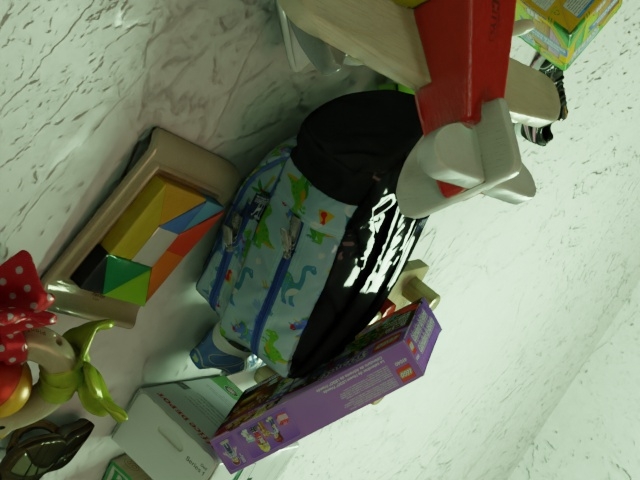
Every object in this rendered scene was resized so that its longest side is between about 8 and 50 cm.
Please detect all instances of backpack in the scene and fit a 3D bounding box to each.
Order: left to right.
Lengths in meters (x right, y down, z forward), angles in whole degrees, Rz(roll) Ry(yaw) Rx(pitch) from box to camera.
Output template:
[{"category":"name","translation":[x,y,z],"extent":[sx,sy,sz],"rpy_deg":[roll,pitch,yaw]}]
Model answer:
[{"category":"backpack","translation":[0.000,0.000,1.990],"extent":[0.290,0.273,0.355],"rpy_deg":[-38,143,-57]}]

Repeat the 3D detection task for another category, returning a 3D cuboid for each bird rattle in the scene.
[{"category":"bird rattle","translation":[-0.328,0.138,1.692],"extent":[0.207,0.143,0.253],"rpy_deg":[-35,148,15]}]

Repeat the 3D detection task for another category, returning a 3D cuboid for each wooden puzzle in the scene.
[{"category":"wooden puzzle","translation":[-0.199,-0.004,1.836],"extent":[0.239,0.044,0.221],"rpy_deg":[-54,157,5]}]

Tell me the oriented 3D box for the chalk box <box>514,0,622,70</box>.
[{"category":"chalk box","translation":[0.334,-0.334,2.208],"extent":[0.132,0.132,0.213],"rpy_deg":[-50,168,-4]}]

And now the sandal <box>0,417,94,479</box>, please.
[{"category":"sandal","translation":[-0.342,0.246,1.932],"extent":[0.090,0.060,0.219],"rpy_deg":[-52,172,15]}]

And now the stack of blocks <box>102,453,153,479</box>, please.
[{"category":"stack of blocks","translation":[-0.205,0.365,2.310],"extent":[0.297,0.087,0.171],"rpy_deg":[-18,140,-53]}]

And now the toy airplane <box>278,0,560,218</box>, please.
[{"category":"toy airplane","translation":[0.112,-0.210,1.702],"extent":[0.384,0.272,0.386],"rpy_deg":[-49,127,-39]}]

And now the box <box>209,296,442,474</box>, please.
[{"category":"box","translation":[0.011,0.186,2.074],"extent":[0.293,0.057,0.201],"rpy_deg":[-29,-173,16]}]

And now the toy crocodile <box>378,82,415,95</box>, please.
[{"category":"toy crocodile","translation":[0.145,-0.168,2.163],"extent":[0.115,0.105,0.340],"rpy_deg":[-9,151,8]}]

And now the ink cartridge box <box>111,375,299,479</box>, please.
[{"category":"ink cartridge box","translation":[-0.156,0.274,2.175],"extent":[0.092,0.160,0.219],"rpy_deg":[-57,156,17]}]

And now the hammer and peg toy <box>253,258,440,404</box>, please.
[{"category":"hammer and peg toy","translation":[0.072,0.104,2.388],"extent":[0.266,0.127,0.361],"rpy_deg":[-10,133,-58]}]

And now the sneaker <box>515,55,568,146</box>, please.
[{"category":"sneaker","translation":[0.365,-0.226,2.517],"extent":[0.072,0.077,0.178],"rpy_deg":[-33,150,-40]}]

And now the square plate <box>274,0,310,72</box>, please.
[{"category":"square plate","translation":[0.051,-0.393,1.727],"extent":[0.344,0.049,0.347],"rpy_deg":[-46,157,-15]}]

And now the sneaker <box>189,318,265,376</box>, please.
[{"category":"sneaker","translation":[-0.110,0.143,2.200],"extent":[0.081,0.080,0.211],"rpy_deg":[-35,161,17]}]
